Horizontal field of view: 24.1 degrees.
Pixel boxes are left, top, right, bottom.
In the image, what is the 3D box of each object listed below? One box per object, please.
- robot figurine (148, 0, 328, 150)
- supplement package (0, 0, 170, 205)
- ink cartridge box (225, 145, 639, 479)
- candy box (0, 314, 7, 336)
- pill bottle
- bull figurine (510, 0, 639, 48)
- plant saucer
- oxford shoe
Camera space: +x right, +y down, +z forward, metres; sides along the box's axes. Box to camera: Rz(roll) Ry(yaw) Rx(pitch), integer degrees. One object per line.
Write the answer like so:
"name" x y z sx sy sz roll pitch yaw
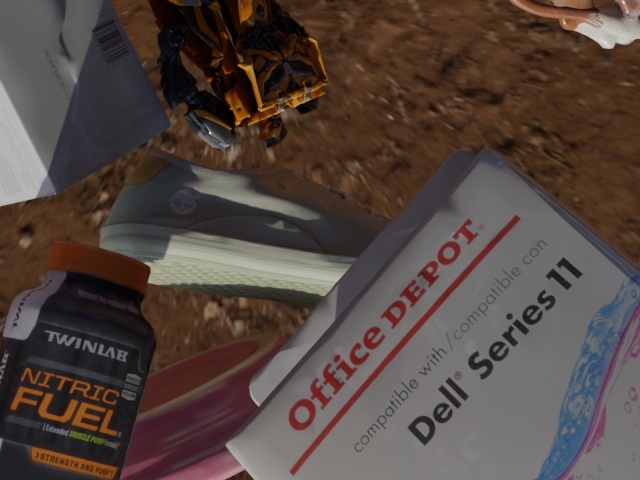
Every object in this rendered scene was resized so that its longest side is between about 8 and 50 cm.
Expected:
"robot figurine" -0.091 -0.229 1.433 0.085 0.211 0.291 -20 96 43
"supplement package" -0.285 -0.147 1.396 0.149 0.203 0.194 -35 107 -37
"ink cartridge box" 0.102 0.104 0.724 0.207 0.119 0.353 -49 58 5
"candy box" -0.335 0.212 1.702 0.159 0.071 0.233 -34 107 -28
"pill bottle" -0.216 0.126 1.263 0.130 0.130 0.246 15 80 -6
"bull figurine" 0.246 -0.283 1.078 0.188 0.101 0.310 33 97 -31
"plant saucer" -0.139 0.182 1.535 0.332 0.332 0.084 -24 97 0
"oxford shoe" 0.000 0.000 1.501 0.449 0.169 0.130 12 72 -24
